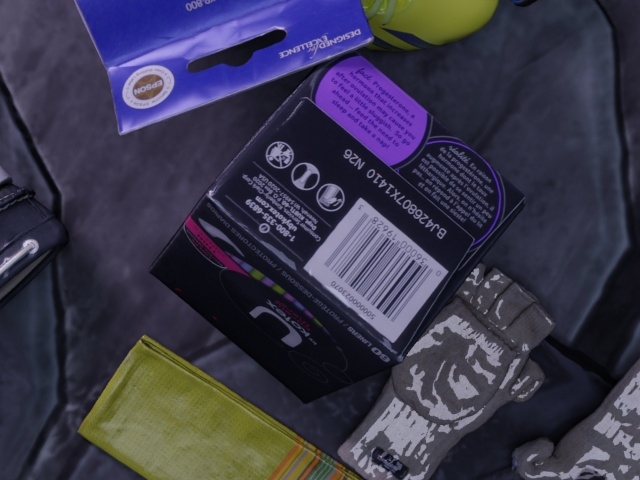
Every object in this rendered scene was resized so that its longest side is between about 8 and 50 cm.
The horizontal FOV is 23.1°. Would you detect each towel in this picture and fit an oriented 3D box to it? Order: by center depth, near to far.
[{"bbox_3d":[-0.072,0.181,1.260,0.237,0.021,0.102,34,97,-2],"label":"towel"}]

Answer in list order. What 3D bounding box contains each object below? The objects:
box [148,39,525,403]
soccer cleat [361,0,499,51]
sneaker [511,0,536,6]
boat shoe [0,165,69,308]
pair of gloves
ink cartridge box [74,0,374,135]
[{"bbox_3d":[0.000,0.000,1.092,0.165,0.270,0.143,41,73,-2],"label":"box"},{"bbox_3d":[-0.010,-0.198,1.156,0.289,0.121,0.093,13,98,1],"label":"soccer cleat"},{"bbox_3d":[0.141,-0.256,1.182,0.073,0.063,0.162,-5,91,19],"label":"sneaker"},{"bbox_3d":[-0.318,0.080,1.212,0.091,0.114,0.302,41,98,3],"label":"boat shoe"},{"bbox_3d":[0.161,0.149,1.235,0.240,0.042,0.204,30,101,0],"label":"pair of gloves"},{"bbox_3d":[-0.093,-0.249,1.070,0.175,0.069,0.371,-20,55,5],"label":"ink cartridge box"}]
